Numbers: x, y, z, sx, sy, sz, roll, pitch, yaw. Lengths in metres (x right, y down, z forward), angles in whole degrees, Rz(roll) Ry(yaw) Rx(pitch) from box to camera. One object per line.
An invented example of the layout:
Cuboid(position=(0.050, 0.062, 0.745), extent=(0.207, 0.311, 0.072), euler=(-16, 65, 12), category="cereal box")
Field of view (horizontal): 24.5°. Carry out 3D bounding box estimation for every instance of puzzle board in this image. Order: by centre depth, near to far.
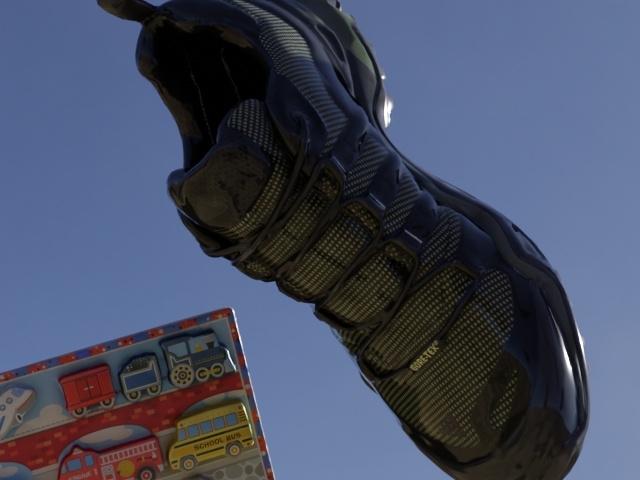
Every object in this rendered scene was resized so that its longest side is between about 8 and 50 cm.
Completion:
Cuboid(position=(-0.083, 0.089, 0.579), extent=(0.128, 0.096, 0.011), euler=(-16, 8, -15), category="puzzle board")

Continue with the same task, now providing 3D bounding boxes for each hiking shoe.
Cuboid(position=(0.000, 0.000, 0.515), extent=(0.114, 0.227, 0.086), euler=(-3, -40, -47), category="hiking shoe")
